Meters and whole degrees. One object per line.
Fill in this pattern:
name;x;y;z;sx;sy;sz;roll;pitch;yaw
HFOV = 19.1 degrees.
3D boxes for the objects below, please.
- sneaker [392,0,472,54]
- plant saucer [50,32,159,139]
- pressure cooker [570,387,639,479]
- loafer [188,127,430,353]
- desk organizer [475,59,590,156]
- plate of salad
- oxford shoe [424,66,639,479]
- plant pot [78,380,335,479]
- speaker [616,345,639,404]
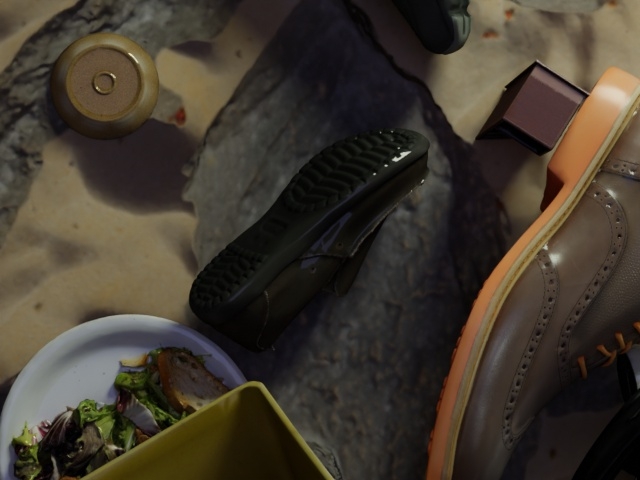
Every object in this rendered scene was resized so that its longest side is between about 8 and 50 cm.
sneaker;0.027;-0.254;1.451;0.106;0.101;0.267;-28;88;14
plant saucer;-0.164;-0.119;1.444;0.083;0.015;0.083;1;84;-5
pressure cooker;0.359;0.245;1.285;0.420;0.375;0.370;22;74;-5
loafer;0.000;0.000;1.427;0.220;0.080;0.078;-40;122;-9
desk organizer;0.155;-0.092;1.415;0.047;0.130;0.050;33;85;-2
plate of salad;-0.140;0.154;1.403;0.200;0.048;0.200;1;85;-6
oxford shoe;0.189;0.052;1.393;0.132;0.130;0.364;26;82;11
plant pot;-0.066;0.261;1.314;0.212;0.212;0.187;-29;118;-8
speaker;0.297;0.098;1.447;0.136;0.055;0.055;-11;85;-6
